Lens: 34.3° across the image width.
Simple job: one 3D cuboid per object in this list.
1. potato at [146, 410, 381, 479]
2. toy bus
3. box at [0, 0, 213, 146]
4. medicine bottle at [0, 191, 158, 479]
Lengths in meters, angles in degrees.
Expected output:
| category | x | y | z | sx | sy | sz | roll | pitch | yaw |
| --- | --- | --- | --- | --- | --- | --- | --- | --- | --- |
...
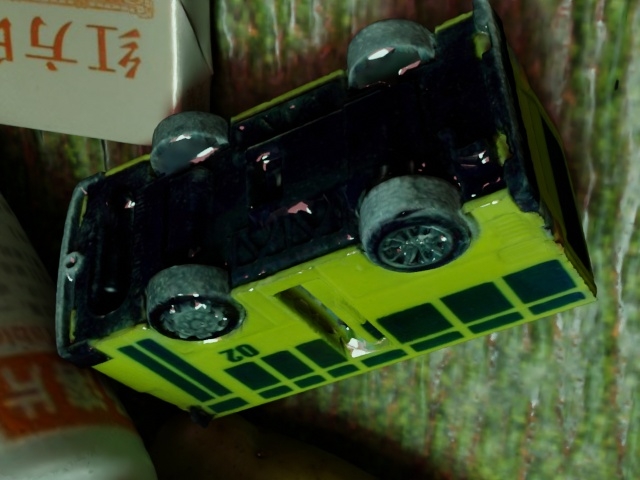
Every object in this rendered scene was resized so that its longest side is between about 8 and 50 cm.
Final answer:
| category | x | y | z | sx | sy | sz | roll | pitch | yaw |
| --- | --- | --- | --- | --- | --- | --- | --- | --- | --- |
| potato | 0.022 | 0.256 | 0.640 | 0.369 | 0.176 | 0.195 | 41 | 142 | 5 |
| toy bus | 0.000 | 0.000 | 0.554 | 0.262 | 0.128 | 0.150 | -21 | 142 | 23 |
| box | -0.159 | -0.240 | 0.567 | 0.204 | 0.051 | 0.365 | 10 | 115 | 18 |
| medicine bottle | -0.207 | 0.128 | 0.566 | 0.211 | 0.211 | 0.371 | -48 | 64 | 25 |
